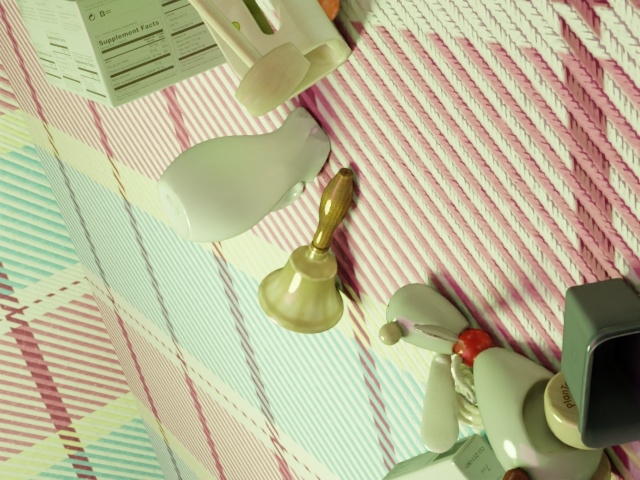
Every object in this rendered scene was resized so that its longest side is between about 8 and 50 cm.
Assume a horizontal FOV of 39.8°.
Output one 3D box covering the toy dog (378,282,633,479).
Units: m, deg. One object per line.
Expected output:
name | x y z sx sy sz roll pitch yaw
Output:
toy dog | 0.167 0.178 0.943 0.334 0.161 0.220 15 128 57

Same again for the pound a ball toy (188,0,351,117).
pound a ball toy | -0.074 -0.282 0.928 0.319 0.136 0.208 59 -170 7

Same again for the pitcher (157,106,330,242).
pitcher | -0.101 -0.066 1.148 0.125 0.207 0.177 50 153 24

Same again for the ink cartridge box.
ink cartridge box | 0.214 0.389 1.185 0.239 0.060 0.275 48 152 5

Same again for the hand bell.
hand bell | 0.000 0.000 1.174 0.126 0.126 0.242 47 139 29

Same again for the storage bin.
storage bin | 0.264 0.101 0.786 0.091 0.098 0.135 -105 6 -53

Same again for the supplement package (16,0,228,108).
supplement package | -0.270 -0.303 1.229 0.262 0.204 0.145 26 137 51
